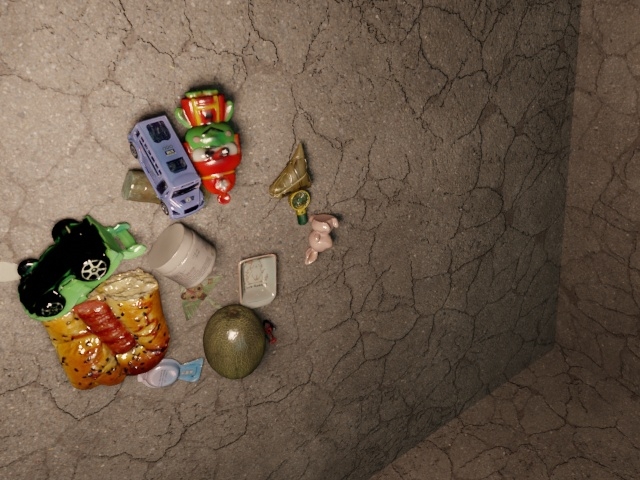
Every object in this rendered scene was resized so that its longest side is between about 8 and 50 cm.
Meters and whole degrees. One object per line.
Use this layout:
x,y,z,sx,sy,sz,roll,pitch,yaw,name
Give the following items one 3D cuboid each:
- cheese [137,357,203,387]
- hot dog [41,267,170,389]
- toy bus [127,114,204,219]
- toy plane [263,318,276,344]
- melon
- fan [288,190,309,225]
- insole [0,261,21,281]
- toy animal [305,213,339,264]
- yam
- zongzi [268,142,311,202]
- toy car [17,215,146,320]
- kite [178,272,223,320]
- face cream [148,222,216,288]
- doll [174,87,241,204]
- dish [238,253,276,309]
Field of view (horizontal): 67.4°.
-0.579,0.510,1.854,0.244,0.052,0.135,5,113,-34,cheese
-0.698,0.323,1.606,0.366,0.196,0.366,-16,124,-22,hot dog
-0.452,-0.217,1.442,0.125,0.133,0.292,-29,92,-35,toy bus
-0.218,0.381,2.022,0.060,0.037,0.145,-29,124,-12,toy plane
-0.326,0.393,1.833,0.237,0.237,0.302,-15,127,-25,melon
-0.081,-0.128,1.853,0.082,0.039,0.155,-22,124,-22,fan
-0.925,0.096,1.464,0.197,0.004,0.066,3,111,-33,insole
0.002,0.001,1.924,0.124,0.124,0.213,-6,122,-29,toy animal
-0.492,-0.163,1.541,0.258,0.106,0.106,5,110,-33,yam
-0.132,-0.246,1.733,0.188,0.081,0.178,-24,124,-22,zongzi
-0.732,0.080,1.452,0.359,0.213,0.176,-48,148,-4,toy car
-0.436,0.218,1.824,0.229,0.012,0.250,-50,130,0,kite
-0.462,0.054,1.619,0.177,0.177,0.153,-50,129,-1,face cream
-0.343,-0.291,1.521,0.182,0.160,0.364,-16,105,-22,doll
-0.253,0.157,1.871,0.153,0.064,0.235,-11,117,-27,dish
